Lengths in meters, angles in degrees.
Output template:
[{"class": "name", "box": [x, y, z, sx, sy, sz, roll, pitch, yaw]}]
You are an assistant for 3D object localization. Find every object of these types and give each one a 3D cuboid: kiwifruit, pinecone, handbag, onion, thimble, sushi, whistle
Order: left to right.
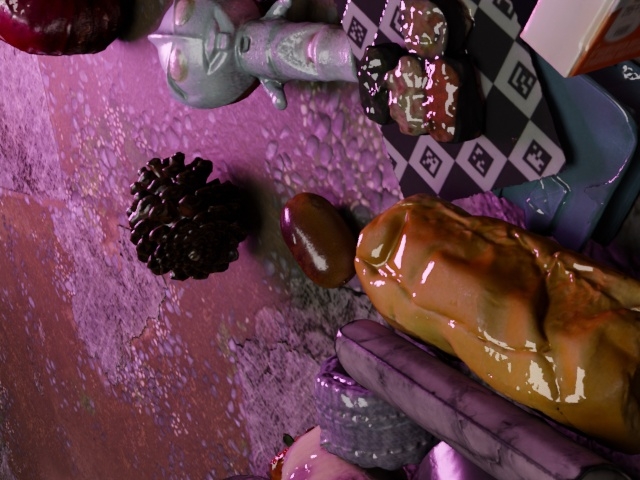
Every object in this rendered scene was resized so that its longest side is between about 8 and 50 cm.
[{"class": "onion", "box": [-0.402, -0.360, 1.367, 0.216, 0.206, 0.207, -37, 76, 55]}, {"class": "pinecone", "box": [-0.186, -0.043, 1.283, 0.165, 0.163, 0.163, 62, 146, 33]}, {"class": "whistle", "box": [-0.076, -0.219, 1.083, 0.346, 0.133, 0.142, 13, 76, 39]}, {"class": "kiwifruit", "box": [0.000, 0.000, 1.122, 0.124, 0.075, 0.075, 57, 143, 22]}, {"class": "thimble", "box": [0.069, 0.179, 1.052, 0.150, 0.150, 0.098, 14, 118, 50]}, {"class": "sushi", "box": [0.090, -0.143, 0.848, 0.219, 0.047, 0.231, -13, 98, 57]}, {"class": "handbag", "box": [0.182, -0.109, 0.837, 0.229, 0.062, 0.179, 46, 142, 30]}]

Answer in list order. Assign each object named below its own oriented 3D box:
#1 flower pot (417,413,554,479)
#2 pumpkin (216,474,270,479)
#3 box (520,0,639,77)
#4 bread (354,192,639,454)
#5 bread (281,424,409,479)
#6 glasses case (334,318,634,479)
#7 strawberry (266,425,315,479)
[{"class": "flower pot", "box": [0.183, 0.262, 0.912, 0.235, 0.235, 0.148, 110, 149, -43]}, {"class": "pumpkin", "box": [-0.096, 0.486, 1.369, 0.300, 0.207, 0.300, 36, 141, 35]}, {"class": "box", "box": [0.257, -0.221, 0.495, 0.048, 0.273, 0.265, 50, 142, 27]}, {"class": "bread", "box": [0.168, 0.064, 0.831, 0.294, 0.167, 0.132, 27, 86, 42]}, {"class": "bread", "box": [0.039, 0.345, 1.020, 0.187, 0.155, 0.338, 57, -170, -14]}, {"class": "glasses case", "box": [0.131, 0.154, 0.821, 0.114, 0.060, 0.299, 43, 171, -37]}, {"class": "strawberry", "box": [0.011, 0.321, 1.251, 0.192, 0.085, 0.140, 46, 127, -2]}]
